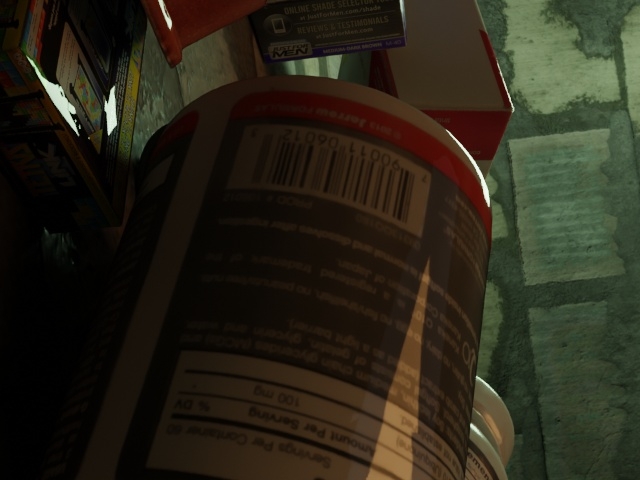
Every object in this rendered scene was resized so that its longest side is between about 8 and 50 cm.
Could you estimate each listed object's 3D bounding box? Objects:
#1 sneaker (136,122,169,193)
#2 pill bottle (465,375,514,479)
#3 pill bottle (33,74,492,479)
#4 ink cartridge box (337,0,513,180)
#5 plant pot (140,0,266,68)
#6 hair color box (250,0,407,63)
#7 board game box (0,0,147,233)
[{"bbox_3d":[-0.056,0.062,0.787,0.178,0.123,0.296,5,77,-71],"label":"sneaker"},{"bbox_3d":[0.051,0.235,0.818,0.318,0.176,0.176,-42,128,-53],"label":"pill bottle"},{"bbox_3d":[-0.031,0.111,0.514,0.210,0.210,0.363,72,26,-52],"label":"pill bottle"},{"bbox_3d":[0.117,-0.145,1.427,0.385,0.160,0.279,102,-18,-50],"label":"ink cartridge box"},{"bbox_3d":[-0.014,-0.273,0.565,0.272,0.265,0.273,158,-90,-87],"label":"plant pot"},{"bbox_3d":[0.010,-0.394,1.306,0.110,0.185,0.339,74,14,-53],"label":"hair color box"},{"bbox_3d":[-0.145,-0.113,0.554,0.141,0.048,0.170,75,12,-53],"label":"board game box"}]
